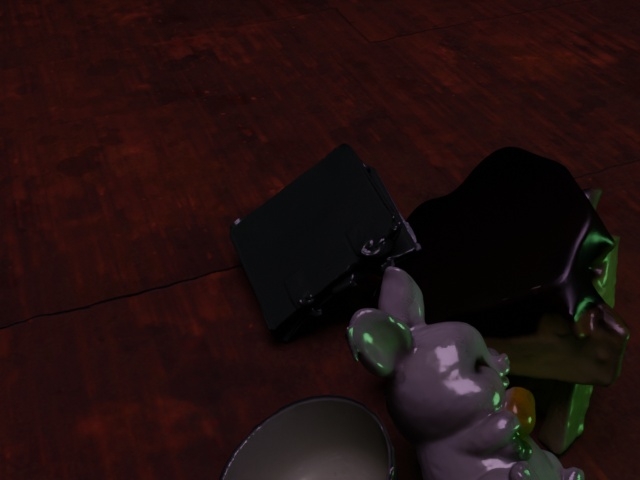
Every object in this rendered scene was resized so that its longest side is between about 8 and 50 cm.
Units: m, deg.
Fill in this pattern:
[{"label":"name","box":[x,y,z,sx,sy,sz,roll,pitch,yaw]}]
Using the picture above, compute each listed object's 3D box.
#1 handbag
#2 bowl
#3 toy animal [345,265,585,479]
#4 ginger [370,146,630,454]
[{"label":"handbag","box":[-0.001,-0.002,1.280,0.247,0.079,0.260,-37,39,10]},{"label":"bowl","box":[-0.001,0.286,0.927,0.212,0.112,0.211,-17,39,14]},{"label":"toy animal","box":[0.148,0.190,0.938,0.325,0.154,0.208,45,27,-2]},{"label":"ginger","box":[0.254,0.083,1.162,0.358,0.211,0.413,-31,29,20]}]
